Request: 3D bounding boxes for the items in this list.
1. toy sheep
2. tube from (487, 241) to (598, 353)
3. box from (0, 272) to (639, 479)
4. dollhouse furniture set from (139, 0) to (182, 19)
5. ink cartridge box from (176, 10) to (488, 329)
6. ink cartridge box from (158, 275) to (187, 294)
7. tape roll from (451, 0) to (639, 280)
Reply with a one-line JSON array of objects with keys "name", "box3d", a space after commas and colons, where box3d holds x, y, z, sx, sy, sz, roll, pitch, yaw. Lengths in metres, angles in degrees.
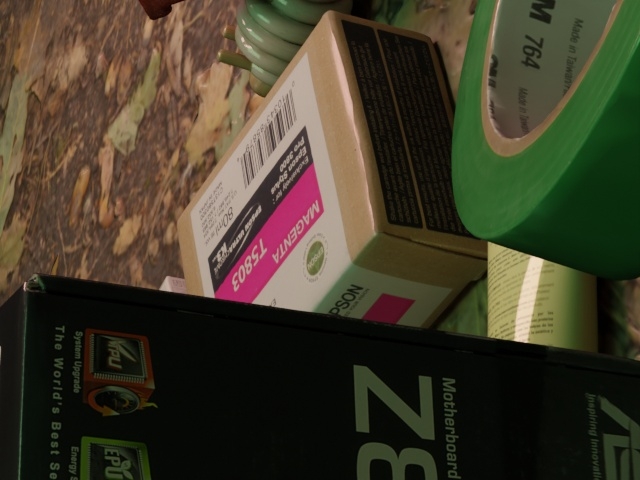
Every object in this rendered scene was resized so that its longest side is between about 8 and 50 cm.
[{"name": "toy sheep", "box3d": [-0.020, -0.154, 1.339, 0.091, 0.091, 0.132, -108, 30, -43]}, {"name": "tube", "box3d": [0.123, 0.055, 1.036, 0.062, 0.070, 0.240, 62, -154, -59]}, {"name": "box", "box3d": [0.003, 0.230, 0.814, 0.097, 0.318, 0.395, -38, 47, 56]}, {"name": "dollhouse furniture set", "box3d": [0.017, -0.302, 1.252, 0.374, 0.152, 0.201, -12, 37, 36]}, {"name": "ink cartridge box", "box3d": [0.000, 0.000, 1.245, 0.235, 0.088, 0.193, -52, 37, 39]}, {"name": "ink cartridge box", "box3d": [-0.108, 0.089, 1.474, 0.063, 0.029, 0.115, -60, 34, 30]}, {"name": "tape roll", "box3d": [0.158, -0.143, 0.917, 0.321, 0.077, 0.321, -163, 90, -80]}]
